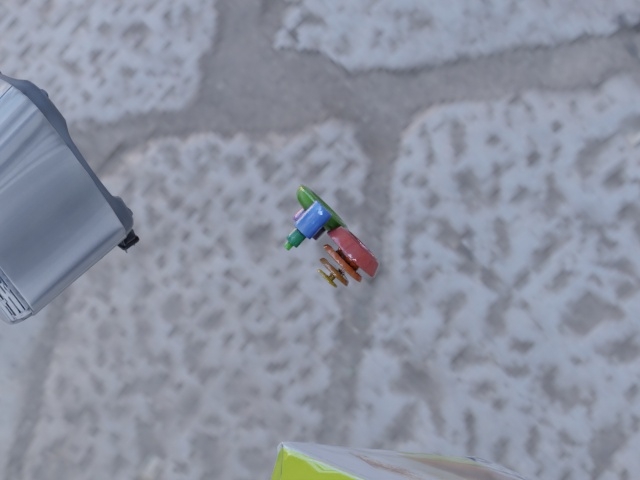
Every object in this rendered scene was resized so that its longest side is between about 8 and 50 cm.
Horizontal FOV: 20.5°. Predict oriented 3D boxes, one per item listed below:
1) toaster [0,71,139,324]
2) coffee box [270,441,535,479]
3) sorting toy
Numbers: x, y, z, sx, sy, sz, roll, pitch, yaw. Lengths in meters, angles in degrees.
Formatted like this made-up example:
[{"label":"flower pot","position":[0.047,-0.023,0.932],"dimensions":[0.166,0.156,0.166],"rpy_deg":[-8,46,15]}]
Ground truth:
[{"label":"toaster","position":[-0.270,-0.031,1.539],"dimensions":[0.146,0.227,0.129],"rpy_deg":[-44,40,-16]},{"label":"coffee box","position":[0.136,0.379,1.436],"dimensions":[0.338,0.334,0.338],"rpy_deg":[18,91,35]},{"label":"sorting toy","position":[0.000,0.000,1.321],"dimensions":[0.042,0.061,0.102],"rpy_deg":[-46,47,4]}]
